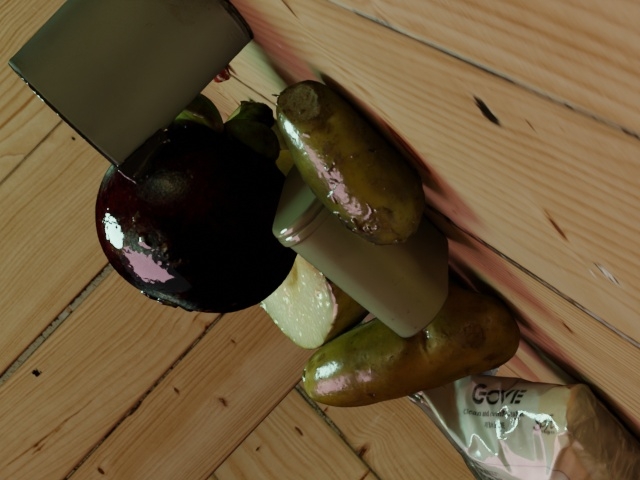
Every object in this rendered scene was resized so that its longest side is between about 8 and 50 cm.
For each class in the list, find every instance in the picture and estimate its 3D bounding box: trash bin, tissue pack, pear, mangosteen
[{"bbox_3d":[0.064,-0.011,1.591,0.247,0.121,0.243,41,-153,-19],"label":"trash bin"},{"bbox_3d":[0.370,0.371,1.902,0.375,0.195,0.390,-4,136,48],"label":"tissue pack"},{"bbox_3d":[-0.259,-0.261,1.537,0.277,0.262,0.217,44,178,0],"label":"trash bin"},{"bbox_3d":[0.000,0.000,1.933,0.386,0.191,0.340,22,126,60],"label":"pear"},{"bbox_3d":[-0.177,-0.045,1.689,0.330,0.330,0.330,44,177,2],"label":"mangosteen"}]

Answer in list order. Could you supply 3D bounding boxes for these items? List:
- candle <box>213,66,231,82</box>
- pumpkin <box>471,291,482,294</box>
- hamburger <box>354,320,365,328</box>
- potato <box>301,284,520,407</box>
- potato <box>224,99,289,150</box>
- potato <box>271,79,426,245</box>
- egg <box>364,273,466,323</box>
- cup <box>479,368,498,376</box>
[{"bbox_3d":[-0.221,-0.349,1.949,0.051,0.048,0.329,57,-177,21],"label":"candle"},{"bbox_3d":[0.270,0.106,1.885,0.083,0.028,0.050,33,172,22],"label":"pumpkin"},{"bbox_3d":[0.113,0.112,2.424,0.132,0.211,0.309,26,-176,-5],"label":"hamburger"},{"bbox_3d":[0.137,0.176,1.814,0.176,0.369,0.195,62,-163,-23],"label":"potato"},{"bbox_3d":[-0.125,-0.125,2.286,0.285,0.242,0.242,42,179,-35],"label":"potato"},{"bbox_3d":[0.031,-0.095,1.392,0.251,0.113,0.149,44,176,-12],"label":"potato"},{"bbox_3d":[0.178,0.138,2.013,0.253,0.188,0.188,42,177,-3],"label":"egg"},{"bbox_3d":[0.246,0.207,2.388,0.203,0.203,0.288,45,-176,-18],"label":"cup"}]
